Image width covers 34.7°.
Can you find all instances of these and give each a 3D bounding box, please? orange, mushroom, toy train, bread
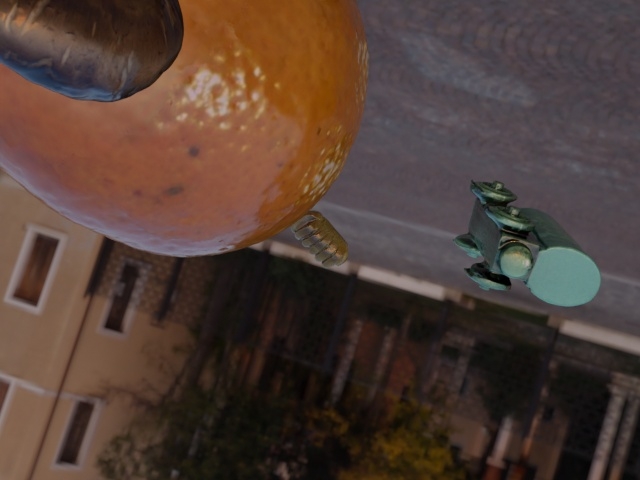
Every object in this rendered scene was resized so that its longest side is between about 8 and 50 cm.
[{"bbox_3d":[-0.144,-0.189,0.896,0.424,0.326,0.424,43,-170,-9],"label":"orange"},{"bbox_3d":[-0.126,-0.134,0.541,0.135,0.080,0.170,50,-159,2],"label":"mushroom"},{"bbox_3d":[0.244,0.005,1.208,0.159,0.101,0.248,19,-166,-5],"label":"toy train"},{"bbox_3d":[0.000,0.000,1.344,0.088,0.049,0.034,51,-160,-9],"label":"bread"}]
